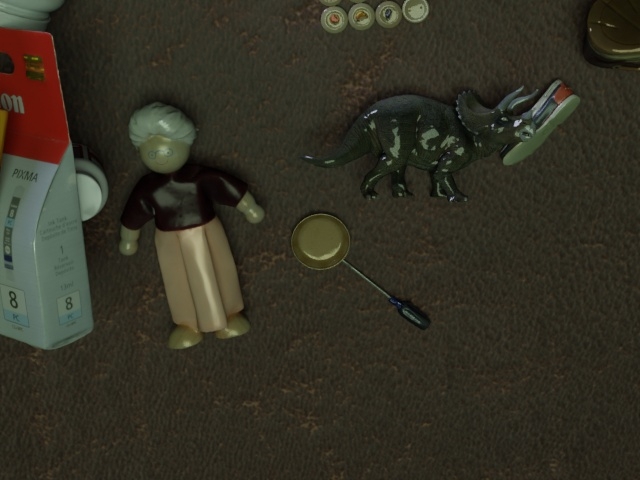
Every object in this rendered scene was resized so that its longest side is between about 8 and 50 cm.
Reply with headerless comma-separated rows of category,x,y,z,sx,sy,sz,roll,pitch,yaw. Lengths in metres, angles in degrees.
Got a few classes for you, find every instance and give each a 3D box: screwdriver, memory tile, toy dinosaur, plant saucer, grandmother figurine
screwdriver,0.088,0.076,1.777,0.170,0.024,0.025,34,133,-6
memory tile,0.068,-0.337,1.639,0.148,0.012,0.113,-7,109,0
toy dinosaur,0.130,-0.135,1.673,0.314,0.121,0.160,3,96,1
plant saucer,0.000,0.000,1.747,0.083,0.015,0.083,-1,109,-2
grandmother figurine,-0.181,-0.027,1.689,0.208,0.104,0.342,-17,111,-6

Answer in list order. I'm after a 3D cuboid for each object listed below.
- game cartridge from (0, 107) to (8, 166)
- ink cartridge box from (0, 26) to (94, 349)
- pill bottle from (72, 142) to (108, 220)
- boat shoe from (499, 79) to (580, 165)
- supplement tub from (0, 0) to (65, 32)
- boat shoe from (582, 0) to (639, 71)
game cartridge,-0.517,-0.037,1.580,0.285,0.053,0.323,19,105,37
ink cartridge box,-0.437,-0.077,1.571,0.308,0.091,0.385,13,116,39
pill bottle,-0.326,-0.074,1.631,0.086,0.152,0.086,-3,106,-12
boat shoe,0.294,-0.161,1.693,0.137,0.049,0.043,-46,62,14
supplement tub,-0.371,-0.374,1.539,0.144,0.144,0.199,21,106,-9
boat shoe,0.518,-0.274,1.633,0.342,0.123,0.123,-7,71,2
